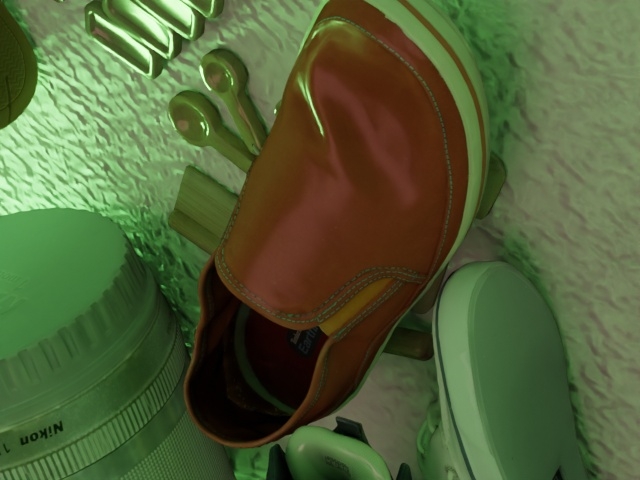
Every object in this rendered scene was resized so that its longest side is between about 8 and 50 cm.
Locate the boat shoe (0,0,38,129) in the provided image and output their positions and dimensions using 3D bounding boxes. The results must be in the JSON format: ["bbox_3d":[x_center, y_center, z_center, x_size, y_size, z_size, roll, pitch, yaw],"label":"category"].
[{"bbox_3d":[-0.283,-0.183,1.102,0.096,0.098,0.277,10,134,48],"label":"boat shoe"}]

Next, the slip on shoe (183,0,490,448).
[{"bbox_3d":[0.000,0.000,0.954,0.123,0.101,0.331,39,137,15],"label":"slip on shoe"}]

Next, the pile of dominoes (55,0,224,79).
[{"bbox_3d":[-0.111,-0.204,0.993,0.196,0.040,0.251,49,150,-3],"label":"pile of dominoes"}]

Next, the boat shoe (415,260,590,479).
[{"bbox_3d":[0.095,0.123,1.016,0.084,0.095,0.258,5,125,36],"label":"boat shoe"}]

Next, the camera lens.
[{"bbox_3d":[-0.178,0.144,1.193,0.219,0.219,0.274,9,128,39],"label":"camera lens"}]

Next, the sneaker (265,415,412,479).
[{"bbox_3d":[0.028,0.161,1.042,0.094,0.235,0.153,9,109,23],"label":"sneaker"}]

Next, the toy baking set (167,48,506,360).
[{"bbox_3d":[-0.002,-0.011,1.043,0.256,0.030,0.196,15,132,35],"label":"toy baking set"}]
